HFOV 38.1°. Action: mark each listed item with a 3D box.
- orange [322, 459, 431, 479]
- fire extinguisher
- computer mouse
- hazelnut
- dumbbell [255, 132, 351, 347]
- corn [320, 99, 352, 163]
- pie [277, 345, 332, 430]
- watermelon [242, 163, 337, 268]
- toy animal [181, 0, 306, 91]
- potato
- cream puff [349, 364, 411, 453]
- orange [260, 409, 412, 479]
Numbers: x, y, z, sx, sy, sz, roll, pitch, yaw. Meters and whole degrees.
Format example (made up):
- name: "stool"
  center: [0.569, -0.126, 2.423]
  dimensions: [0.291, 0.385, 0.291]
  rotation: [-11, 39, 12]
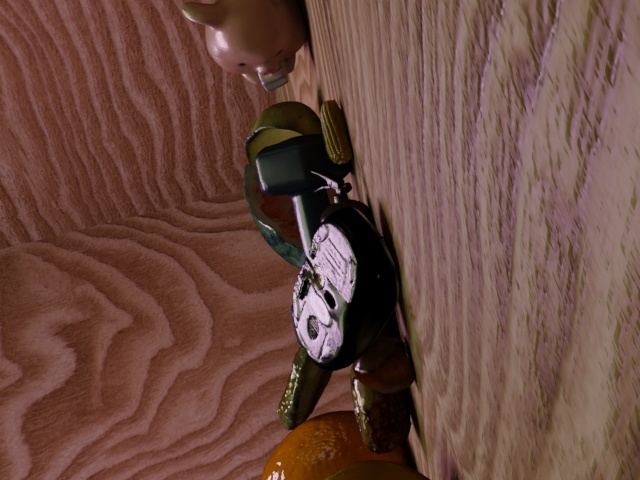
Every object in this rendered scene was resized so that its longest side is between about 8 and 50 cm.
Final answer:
- name: "orange"
  center: [0.052, 0.396, 1.095]
  dimensions: [0.235, 0.279, 0.279]
  rotation: [44, 172, 8]
- name: "fire extinguisher"
  center: [0.043, 0.029, 1.304]
  dimensions: [0.089, 0.072, 0.268]
  rotation: [5, 112, 54]
- name: "computer mouse"
  center: [0.039, 0.064, 1.199]
  dimensions: [0.137, 0.096, 0.233]
  rotation: [52, 138, 32]
- name: "hazelnut"
  center: [0.086, 0.169, 1.246]
  dimensions: [0.086, 0.086, 0.087]
  rotation: [166, 90, -88]
- name: "dumbbell"
  center: [0.000, 0.000, 1.416]
  dimensions: [0.144, 0.159, 0.325]
  rotation: [-22, -81, -64]
- name: "corn"
  center: [0.021, -0.156, 1.330]
  dimensions: [0.037, 0.037, 0.092]
  rotation: [98, 162, -84]
- name: "pie"
  center: [-0.003, 0.224, 1.784]
  dimensions: [0.323, 0.070, 0.323]
  rotation: [-62, -8, -15]
- name: "watermelon"
  center: [-0.016, -0.023, 1.699]
  dimensions: [0.176, 0.256, 0.260]
  rotation: [-47, 31, 31]
- name: "toy animal"
  center: [-0.121, -0.368, 1.615]
  dimensions: [0.256, 0.195, 0.213]
  rotation: [-116, 4, -66]
- name: "potato"
  center: [-0.050, -0.187, 1.749]
  dimensions: [0.272, 0.160, 0.111]
  rotation: [75, -153, -67]
- name: "cream puff"
  center: [0.092, 0.244, 1.393]
  dimensions: [0.149, 0.084, 0.149]
  rotation: [169, 90, -85]
- name: "orange"
  center: [0.031, 0.484, 1.673]
  dimensions: [0.340, 0.293, 0.341]
  rotation: [166, 90, -86]
